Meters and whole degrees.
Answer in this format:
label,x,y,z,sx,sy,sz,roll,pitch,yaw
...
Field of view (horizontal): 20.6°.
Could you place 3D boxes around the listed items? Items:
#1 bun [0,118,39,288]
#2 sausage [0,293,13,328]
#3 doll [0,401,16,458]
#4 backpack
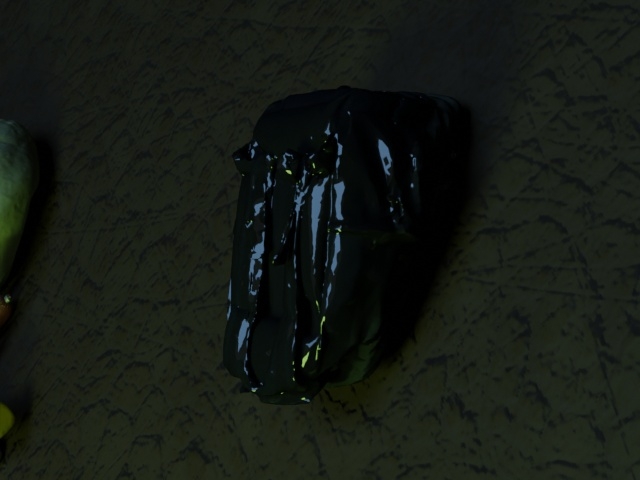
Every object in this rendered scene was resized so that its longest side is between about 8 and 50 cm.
label,x,y,z,sx,sy,sz,roll,pitch,yaw
bun,-0.407,-0.034,1.935,0.229,0.145,0.229,-46,33,42
sausage,-0.394,0.131,1.919,0.223,0.029,0.029,-48,37,28
doll,-0.436,0.210,1.840,0.316,0.145,0.103,-28,37,44
backpack,0.000,0.000,1.341,0.206,0.133,0.258,3,81,60
